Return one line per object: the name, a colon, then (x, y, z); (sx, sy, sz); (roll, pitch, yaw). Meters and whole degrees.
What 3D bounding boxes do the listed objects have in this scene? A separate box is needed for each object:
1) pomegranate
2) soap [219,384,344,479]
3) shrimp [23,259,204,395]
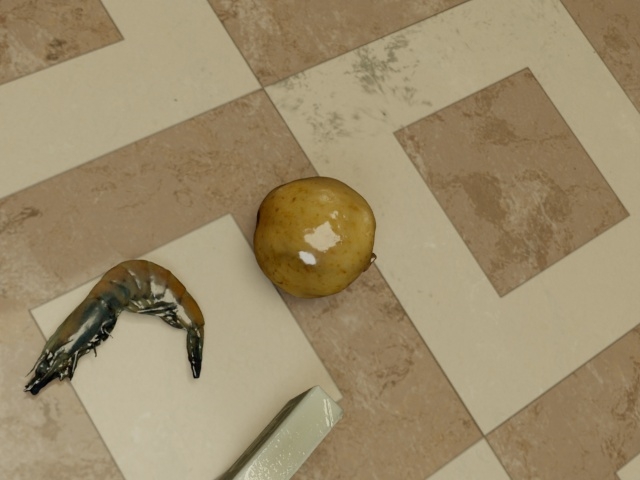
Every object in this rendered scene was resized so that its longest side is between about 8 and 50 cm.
pomegranate: (0.000, 0.000, 1.332); (0.196, 0.196, 0.196); (7, 68, -17)
soap: (-0.057, 0.290, 1.223); (0.064, 0.121, 0.183); (44, 62, 0)
shrimp: (-0.268, 0.154, 1.243); (0.198, 0.051, 0.262); (41, 60, -1)
